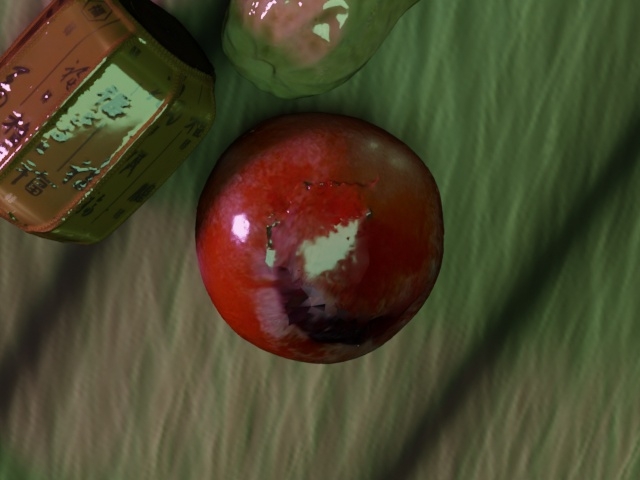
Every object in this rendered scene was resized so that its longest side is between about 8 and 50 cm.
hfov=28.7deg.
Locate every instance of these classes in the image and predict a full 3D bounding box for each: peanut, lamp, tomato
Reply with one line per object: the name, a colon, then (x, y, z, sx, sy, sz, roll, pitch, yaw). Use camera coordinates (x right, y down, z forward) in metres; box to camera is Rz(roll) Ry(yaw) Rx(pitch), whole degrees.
peanut: (0.034, -0.208, 0.964, 0.257, 0.123, 0.123, -39, 113, 12)
lamp: (-0.179, -0.098, 0.966, 0.161, 0.161, 0.185, 38, 104, -21)
tomato: (0.000, 0.000, 1.014, 0.208, 0.184, 0.208, -2, 112, -6)
